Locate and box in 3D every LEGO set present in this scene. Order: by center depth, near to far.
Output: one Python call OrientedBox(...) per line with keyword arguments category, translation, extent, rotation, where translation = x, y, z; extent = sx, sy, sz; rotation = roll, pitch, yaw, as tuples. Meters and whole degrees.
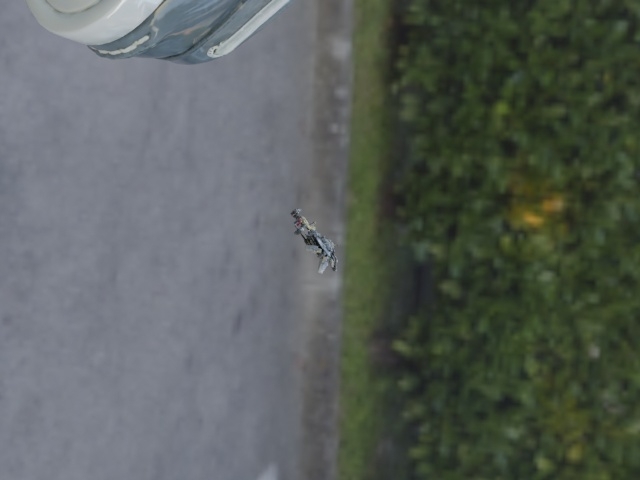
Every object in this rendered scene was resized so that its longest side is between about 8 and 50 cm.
OrientedBox(category="LEGO set", translation=(-0.002, -0.002, 1.213), extent=(0.054, 0.023, 0.083), rotation=(43, 15, -50))

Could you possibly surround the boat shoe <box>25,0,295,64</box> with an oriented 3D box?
OrientedBox(category="boat shoe", translation=(0.011, -0.191, 0.596), extent=(0.099, 0.319, 0.116), rotation=(23, 31, -53))
